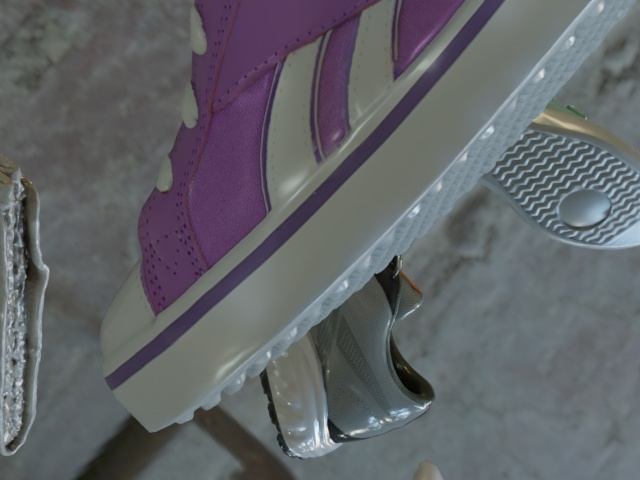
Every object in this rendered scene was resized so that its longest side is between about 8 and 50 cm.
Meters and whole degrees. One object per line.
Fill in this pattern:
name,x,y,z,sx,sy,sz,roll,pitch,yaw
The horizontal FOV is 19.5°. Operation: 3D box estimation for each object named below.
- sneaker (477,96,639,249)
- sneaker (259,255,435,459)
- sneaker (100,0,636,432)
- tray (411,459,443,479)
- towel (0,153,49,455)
sneaker,0.141,-0.096,1.346,0.256,0.151,0.094,25,125,-15
sneaker,0.000,0.000,1.145,0.108,0.100,0.271,-12,110,9
sneaker,-0.004,-0.084,0.513,0.161,0.102,0.282,43,114,6
tray,0.025,0.171,0.462,0.270,0.030,0.145,79,25,-60
towel,-0.287,0.018,1.410,0.049,0.187,0.282,-34,148,-39
